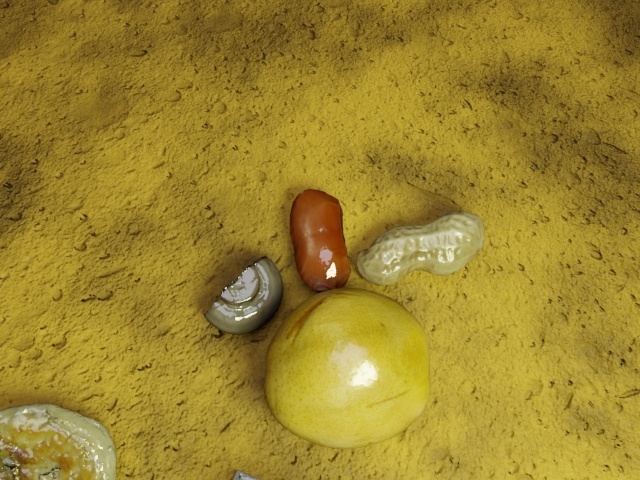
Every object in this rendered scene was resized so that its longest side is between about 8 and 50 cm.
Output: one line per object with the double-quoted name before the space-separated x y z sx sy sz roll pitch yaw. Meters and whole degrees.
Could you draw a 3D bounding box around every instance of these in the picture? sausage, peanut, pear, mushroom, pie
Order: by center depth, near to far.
"pie" -0.545 0.465 1.058 0.339 0.077 0.339 0 83 -2
"pear" 0.049 0.235 1.072 0.314 0.314 0.314 -1 62 2
"mushroom" -0.148 0.128 1.223 0.117 0.141 0.188 42 73 -2
"peanut" 0.226 0.023 1.265 0.298 0.120 0.136 -14 58 -2
"sausage" -0.003 0.001 1.285 0.133 0.133 0.258 -8 66 -1

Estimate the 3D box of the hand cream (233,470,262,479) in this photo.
"hand cream" -0.151 0.573 0.985 0.121 0.076 0.336 20 42 3
